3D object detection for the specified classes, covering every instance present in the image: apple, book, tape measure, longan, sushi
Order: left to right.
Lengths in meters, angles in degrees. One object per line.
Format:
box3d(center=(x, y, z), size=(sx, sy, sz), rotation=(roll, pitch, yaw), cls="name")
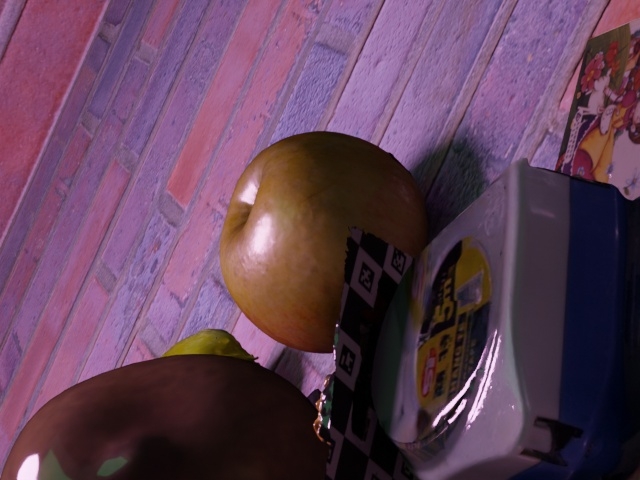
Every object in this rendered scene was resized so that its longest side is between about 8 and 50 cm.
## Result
box3d(center=(-0.143, 0.276, 1.736), size=(0.361, 0.361, 0.361), rotation=(-49, 28, 38), cls="longan")
box3d(center=(0.000, 0.000, 1.884), size=(0.261, 0.194, 0.260), rotation=(-53, 24, 36), cls="apple")
box3d(center=(0.046, 0.140, 1.581), size=(0.043, 0.192, 0.279), rotation=(-7, 70, 34), cls="sushi")
box3d(center=(0.159, 0.090, 1.483), size=(0.262, 0.138, 0.259), rotation=(-35, 41, 55), cls="tape measure")
box3d(center=(0.307, -0.117, 1.520), size=(0.322, 0.018, 0.228), rotation=(-20, 51, 62), cls="book")

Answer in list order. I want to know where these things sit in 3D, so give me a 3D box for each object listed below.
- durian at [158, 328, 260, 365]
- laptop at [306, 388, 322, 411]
box3d(center=(-0.194, 0.256, 2.083), size=(0.339, 0.204, 0.255), rotation=(-52, 14, 40), cls="durian")
box3d(center=(-0.028, 0.268, 1.931), size=(0.129, 0.016, 0.180), rotation=(-54, 27, 32), cls="laptop")
